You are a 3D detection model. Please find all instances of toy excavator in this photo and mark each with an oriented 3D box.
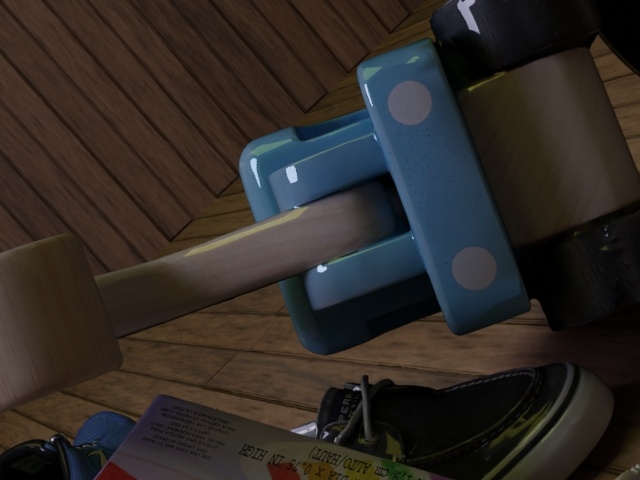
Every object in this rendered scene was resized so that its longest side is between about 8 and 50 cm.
[{"bbox_3d":[0.000,0.000,0.936,0.445,0.222,0.433,-22,-1,7],"label":"toy excavator"}]

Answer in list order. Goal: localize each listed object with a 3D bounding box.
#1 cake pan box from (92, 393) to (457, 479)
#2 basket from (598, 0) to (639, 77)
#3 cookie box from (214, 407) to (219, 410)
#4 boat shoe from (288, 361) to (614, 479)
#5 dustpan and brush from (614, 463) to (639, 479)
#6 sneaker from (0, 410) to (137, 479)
[{"bbox_3d":[-0.028,0.212,0.772,0.267,0.070,0.246,15,42,21],"label":"cake pan box"},{"bbox_3d":[0.302,-0.183,1.131,0.154,0.204,0.227,-43,-13,13],"label":"basket"},{"bbox_3d":[-0.070,0.201,1.157,0.040,0.107,0.092,-37,13,17],"label":"cookie box"},{"bbox_3d":[0.037,0.153,0.974,0.335,0.119,0.121,-33,15,33],"label":"boat shoe"},{"bbox_3d":[0.219,0.121,0.621,0.211,0.147,0.060,-6,-58,-57],"label":"dustpan and brush"},{"bbox_3d":[-0.248,0.241,1.462,0.130,0.147,0.330,-39,12,10],"label":"sneaker"}]
